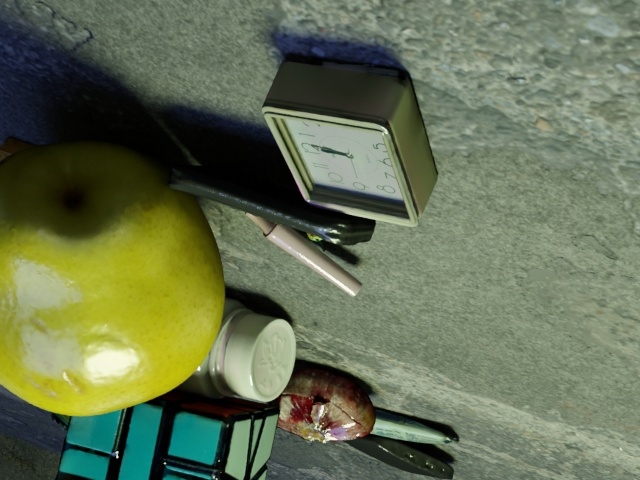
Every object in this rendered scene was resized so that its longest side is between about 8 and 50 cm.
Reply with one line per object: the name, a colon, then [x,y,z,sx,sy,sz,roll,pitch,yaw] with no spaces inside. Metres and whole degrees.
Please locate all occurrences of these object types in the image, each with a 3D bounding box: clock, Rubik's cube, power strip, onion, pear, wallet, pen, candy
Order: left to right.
power strip: [-0.386,-0.106,1.522,0.178,0.028,0.049,19,155,11]
pear: [-0.301,0.046,1.368,0.362,0.362,0.418,20,146,9]
Rubik's cube: [-0.256,0.387,1.736,0.283,0.289,0.293,12,174,17]
wallet: [-0.063,-0.045,1.268,0.250,0.044,0.149,19,-173,15]
pen: [-0.029,0.009,1.407,0.197,0.032,0.053,36,179,-14]
candy: [0.000,0.000,1.407,0.025,0.023,0.083,-22,155,2]
onion: [0.002,0.277,1.867,0.205,0.151,0.098,3,116,17]
clock: [0.033,-0.101,1.111,0.147,0.071,0.192,13,153,23]

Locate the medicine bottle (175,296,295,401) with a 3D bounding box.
medicine bottle: [-0.199,0.170,1.738,0.293,0.170,0.170,10,152,29]

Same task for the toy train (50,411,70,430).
toy train: [-0.407,0.250,1.978,0.159,0.272,0.188,-16,139,12]

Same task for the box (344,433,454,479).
box: [0.146,0.418,2.057,0.212,0.042,0.201,28,164,-23]

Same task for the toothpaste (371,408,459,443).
toothpaste: [0.122,0.341,1.943,0.268,0.047,0.069,10,138,24]
